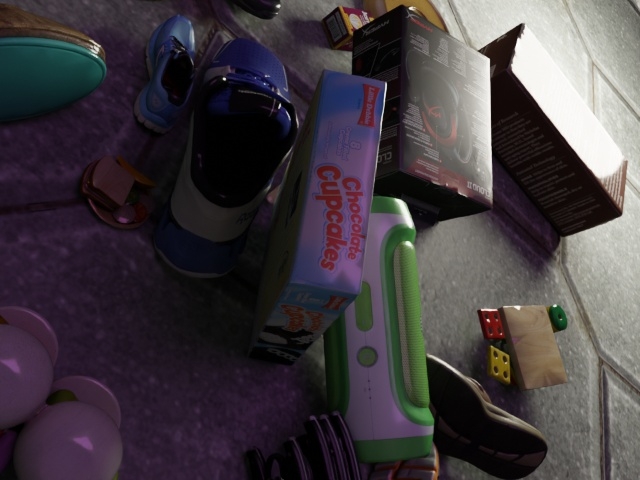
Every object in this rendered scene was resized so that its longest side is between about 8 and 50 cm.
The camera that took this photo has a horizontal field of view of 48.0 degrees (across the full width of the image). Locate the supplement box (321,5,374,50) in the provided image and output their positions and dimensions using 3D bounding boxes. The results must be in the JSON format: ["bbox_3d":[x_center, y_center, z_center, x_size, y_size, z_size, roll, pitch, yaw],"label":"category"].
[{"bbox_3d":[0.050,-0.338,1.153,0.083,0.043,0.055,-13,79,-48],"label":"supplement box"}]

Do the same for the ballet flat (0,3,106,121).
[{"bbox_3d":[-0.353,-0.157,0.626,0.124,0.116,0.342,47,44,11],"label":"ballet flat"}]

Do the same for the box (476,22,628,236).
[{"bbox_3d":[0.437,-0.209,1.405,0.381,0.143,0.191,47,44,-19],"label":"box"}]

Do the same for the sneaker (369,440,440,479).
[{"bbox_3d":[0.102,0.333,0.838,0.083,0.084,0.214,49,45,-35],"label":"sneaker"}]

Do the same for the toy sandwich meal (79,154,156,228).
[{"bbox_3d":[-0.209,-0.053,0.754,0.086,0.029,0.085,22,55,-36],"label":"toy sandwich meal"}]

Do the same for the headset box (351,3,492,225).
[{"bbox_3d":[0.156,-0.171,1.097,0.218,0.110,0.293,16,69,-39],"label":"headset box"}]

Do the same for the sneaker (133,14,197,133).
[{"bbox_3d":[-0.166,-0.203,0.843,0.063,0.073,0.162,24,54,-35],"label":"sneaker"}]

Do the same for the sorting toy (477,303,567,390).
[{"bbox_3d":[0.324,0.174,1.156,0.275,0.046,0.132,4,67,-44],"label":"sorting toy"}]

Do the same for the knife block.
[{"bbox_3d":[0.022,0.329,0.742,0.276,0.088,0.242,44,45,-19],"label":"knife block"}]

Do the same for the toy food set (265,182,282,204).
[{"bbox_3d":[0.000,0.000,0.939,0.132,0.038,0.192,-40,104,-41],"label":"toy food set"}]

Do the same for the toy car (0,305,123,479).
[{"bbox_3d":[-0.242,0.143,0.554,0.136,0.159,0.182,-41,103,-13],"label":"toy car"}]

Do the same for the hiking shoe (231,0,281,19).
[{"bbox_3d":[-0.097,-0.422,0.996,0.086,0.114,0.226,-12,78,-47],"label":"hiking shoe"}]

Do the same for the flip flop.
[{"bbox_3d":[0.194,0.231,0.966,0.277,0.112,0.080,32,20,-23],"label":"flip flop"}]

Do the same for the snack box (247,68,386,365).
[{"bbox_3d":[-0.015,0.001,0.697,0.060,0.322,0.187,11,69,-8],"label":"snack box"}]

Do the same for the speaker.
[{"bbox_3d":[0.062,0.104,0.850,0.131,0.131,0.296,8,72,-42],"label":"speaker"}]

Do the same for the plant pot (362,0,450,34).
[{"bbox_3d":[0.171,-0.386,1.308,0.236,0.032,0.236,21,56,-36],"label":"plant pot"}]

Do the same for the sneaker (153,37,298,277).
[{"bbox_3d":[-0.078,-0.127,0.790,0.127,0.182,0.315,21,53,-14],"label":"sneaker"}]
